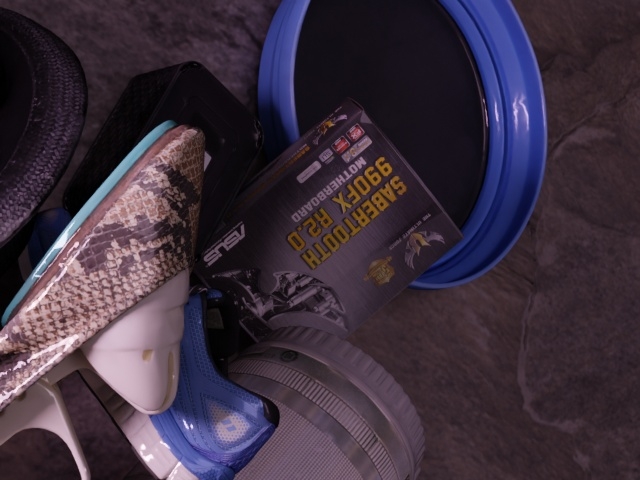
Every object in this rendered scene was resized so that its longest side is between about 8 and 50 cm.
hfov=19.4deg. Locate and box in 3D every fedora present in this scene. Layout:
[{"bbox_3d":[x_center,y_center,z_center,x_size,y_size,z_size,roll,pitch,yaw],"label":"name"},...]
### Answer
[{"bbox_3d":[-0.331,-0.039,1.557,0.334,0.334,0.152,-59,152,-30],"label":"fedora"}]

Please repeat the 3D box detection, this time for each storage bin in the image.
[{"bbox_3d":[-0.149,-0.070,1.804,0.122,0.084,0.180,44,59,-29],"label":"storage bin"}]

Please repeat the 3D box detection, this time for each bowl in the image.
[{"bbox_3d":[0.091,-0.141,2.034,0.391,0.077,0.391,6,81,-42],"label":"bowl"}]

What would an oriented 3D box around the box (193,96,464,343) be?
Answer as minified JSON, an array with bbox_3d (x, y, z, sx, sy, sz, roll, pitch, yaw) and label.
[{"bbox_3d":[0.000,0.000,1.871,0.231,0.056,0.183,-39,115,0],"label":"box"}]

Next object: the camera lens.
[{"bbox_3d":[-0.055,0.241,1.758,0.274,0.219,0.219,-48,116,-35],"label":"camera lens"}]

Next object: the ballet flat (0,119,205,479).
[{"bbox_3d":[-0.231,0.121,1.521,0.483,0.164,0.182,-42,85,0],"label":"ballet flat"}]

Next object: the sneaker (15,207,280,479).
[{"bbox_3d":[-0.149,0.084,1.657,0.147,0.330,0.130,-37,152,-8],"label":"sneaker"}]
